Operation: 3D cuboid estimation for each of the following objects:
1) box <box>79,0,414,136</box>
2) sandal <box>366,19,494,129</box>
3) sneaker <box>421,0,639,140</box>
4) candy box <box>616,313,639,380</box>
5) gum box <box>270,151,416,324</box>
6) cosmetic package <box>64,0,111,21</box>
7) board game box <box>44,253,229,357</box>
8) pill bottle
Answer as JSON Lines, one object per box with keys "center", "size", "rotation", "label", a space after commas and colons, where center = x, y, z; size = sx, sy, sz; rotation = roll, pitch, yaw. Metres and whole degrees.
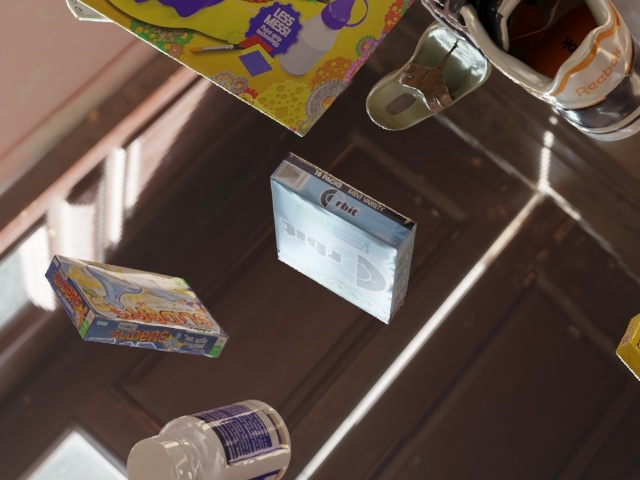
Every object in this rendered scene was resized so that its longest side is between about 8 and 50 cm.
{"center": [-0.110, -0.257, 0.706], "size": [0.290, 0.177, 0.279], "rotation": [28, -163, -44], "label": "box"}
{"center": [0.165, -0.236, 1.718], "size": [0.120, 0.086, 0.303], "rotation": [36, 146, -8], "label": "sandal"}
{"center": [0.175, -0.223, 1.007], "size": [0.127, 0.126, 0.321], "rotation": [30, -165, -49], "label": "sneaker"}
{"center": [0.427, 0.182, 1.289], "size": [0.206, 0.105, 0.027], "rotation": [49, 118, 3], "label": "candy box"}
{"center": [0.023, 0.002, 1.209], "size": [0.157, 0.041, 0.184], "rotation": [30, 157, 15], "label": "gum box"}
{"center": [-0.157, -0.339, 1.293], "size": [0.309, 0.160, 0.113], "rotation": [12, 145, 32], "label": "cosmetic package"}
{"center": [-0.227, 0.083, 1.385], "size": [0.201, 0.035, 0.136], "rotation": [13, -156, -44], "label": "board game box"}
{"center": [-0.133, 0.259, 1.324], "size": [0.112, 0.186, 0.112], "rotation": [3, 95, 38], "label": "pill bottle"}
